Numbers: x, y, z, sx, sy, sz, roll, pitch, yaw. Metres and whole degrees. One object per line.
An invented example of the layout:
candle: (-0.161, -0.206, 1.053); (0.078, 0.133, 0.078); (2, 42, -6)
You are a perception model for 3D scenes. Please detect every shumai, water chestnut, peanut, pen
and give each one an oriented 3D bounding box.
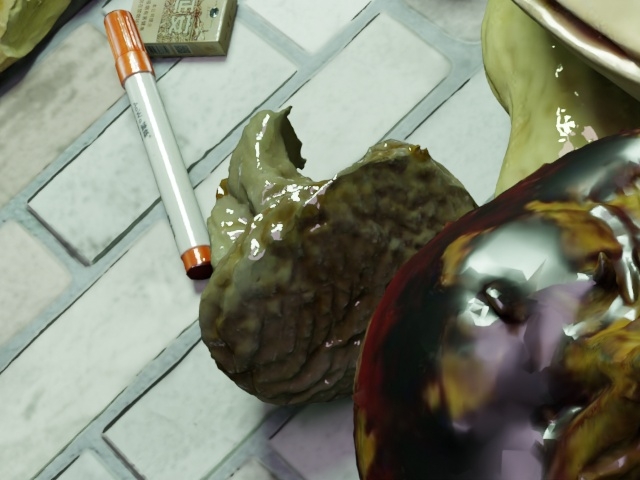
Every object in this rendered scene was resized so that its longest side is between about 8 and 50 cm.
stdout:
shumai: (0.000, 0.000, 1.206); (0.206, 0.166, 0.175); (-31, 34, -1)
water chestnut: (0.176, 0.092, 0.970); (0.335, 0.347, 0.335); (-4, 66, 9)
peanut: (0.180, -0.111, 1.207); (0.147, 0.147, 0.319); (2, 68, 20)
pen: (-0.122, -0.076, 1.332); (0.028, 0.028, 0.239); (-23, 63, 5)

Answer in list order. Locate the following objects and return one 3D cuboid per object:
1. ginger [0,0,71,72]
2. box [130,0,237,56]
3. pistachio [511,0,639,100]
ginger: (-0.267, -0.200, 1.437); (0.131, 0.086, 0.294); (40, 84, 10)
box: (-0.111, -0.173, 1.399); (0.083, 0.024, 0.053); (-1, 63, 20)
pistachio: (0.215, -0.170, 1.052); (0.318, 0.193, 0.214); (30, 53, 29)
